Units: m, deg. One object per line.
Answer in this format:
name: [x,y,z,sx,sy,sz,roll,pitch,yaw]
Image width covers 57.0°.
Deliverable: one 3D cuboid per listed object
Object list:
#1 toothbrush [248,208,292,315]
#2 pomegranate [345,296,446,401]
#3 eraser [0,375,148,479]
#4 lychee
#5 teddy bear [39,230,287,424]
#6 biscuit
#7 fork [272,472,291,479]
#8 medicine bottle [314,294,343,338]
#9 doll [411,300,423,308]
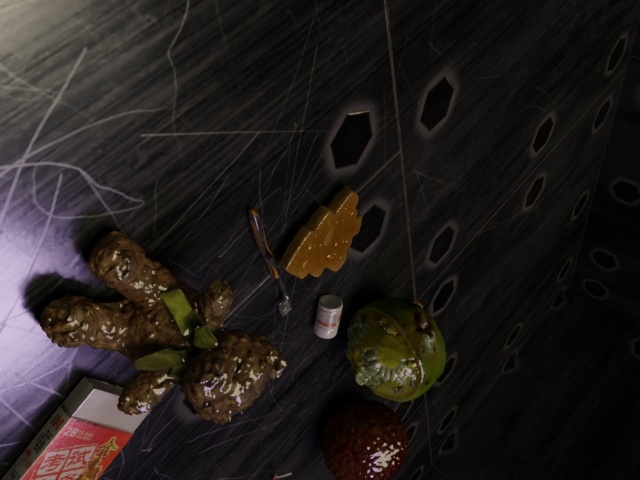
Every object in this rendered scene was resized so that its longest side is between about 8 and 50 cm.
toothbrush: [-0.093,0.049,1.129,0.031,0.023,0.321,-44,146,-26]
pomegranate: [0.175,0.283,1.500,0.260,0.260,0.341,-34,170,-34]
eraser: [-0.394,0.337,0.949,0.230,0.038,0.157,-52,147,-8]
lychee: [0.122,0.575,1.672,0.260,0.260,0.261,-34,141,-33]
teddy bear: [-0.220,0.152,0.859,0.246,0.222,0.296,-53,147,-4]
biscuit: [0.000,0.000,1.199,0.238,0.041,0.212,-29,143,-40]
fork: [-0.110,0.654,1.630,0.016,0.012,0.115,-57,153,6]
medicine bottle: [0.018,0.174,1.353,0.057,0.057,0.089,-23,135,-42]
doll: [0.256,0.222,1.691,0.127,0.084,0.073,-27,136,-50]
